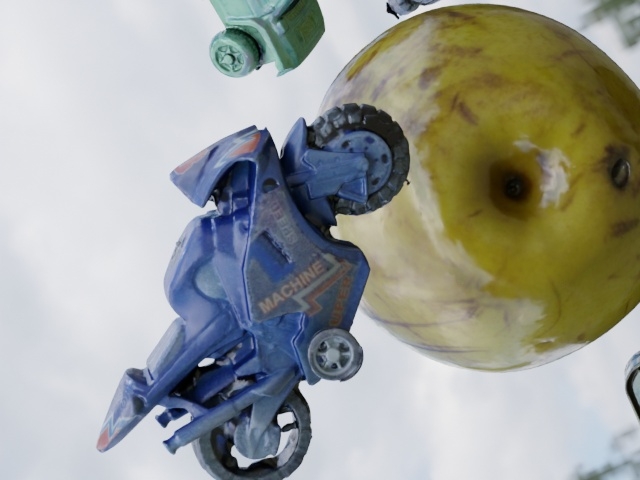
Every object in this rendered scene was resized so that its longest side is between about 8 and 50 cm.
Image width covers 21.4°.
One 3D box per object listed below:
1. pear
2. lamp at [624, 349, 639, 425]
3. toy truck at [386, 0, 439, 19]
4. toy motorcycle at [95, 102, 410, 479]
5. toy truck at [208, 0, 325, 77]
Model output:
[{"bbox_3d":[0.123,-0.039,1.218,0.280,0.281,0.280,56,-163,-26],"label":"pear"},{"bbox_3d":[0.443,0.185,1.535,0.266,0.269,0.047,64,-159,-16],"label":"lamp"},{"bbox_3d":[0.039,-0.328,1.836,0.253,0.114,0.124,7,-105,-32],"label":"toy truck"},{"bbox_3d":[-0.033,0.022,0.831,0.114,0.205,0.076,19,-174,-12],"label":"toy motorcycle"},{"bbox_3d":[-0.096,-0.350,2.176,0.279,0.156,0.155,58,-142,-21],"label":"toy truck"}]
